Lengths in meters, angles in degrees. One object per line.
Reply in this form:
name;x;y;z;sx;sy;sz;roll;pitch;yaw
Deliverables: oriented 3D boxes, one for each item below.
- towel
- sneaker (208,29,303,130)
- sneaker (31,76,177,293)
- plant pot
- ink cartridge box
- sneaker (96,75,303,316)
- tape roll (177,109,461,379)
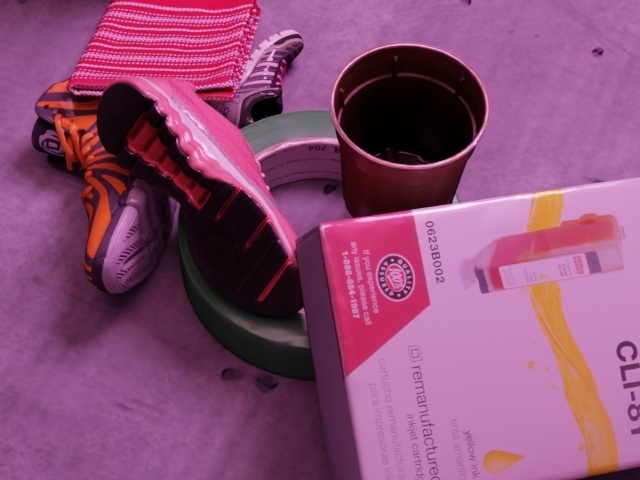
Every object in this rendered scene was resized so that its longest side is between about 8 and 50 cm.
towel;-0.183;-0.240;1.641;0.199;0.031;0.275;2;32;3
sneaker;-0.066;-0.188;1.661;0.075;0.063;0.170;35;63;13
sneaker;-0.256;-0.075;1.558;0.180;0.124;0.321;8;46;8
plant pot;0.089;-0.098;1.455;0.167;0.165;0.167;1;58;-1
ink cartridge box;0.192;0.098;1.328;0.385;0.160;0.279;-9;83;-12
sneaker;-0.096;-0.063;1.450;0.314;0.116;0.136;51;36;8
tape roll;0.000;0.000;1.532;0.321;0.077;0.321;1;58;-2
